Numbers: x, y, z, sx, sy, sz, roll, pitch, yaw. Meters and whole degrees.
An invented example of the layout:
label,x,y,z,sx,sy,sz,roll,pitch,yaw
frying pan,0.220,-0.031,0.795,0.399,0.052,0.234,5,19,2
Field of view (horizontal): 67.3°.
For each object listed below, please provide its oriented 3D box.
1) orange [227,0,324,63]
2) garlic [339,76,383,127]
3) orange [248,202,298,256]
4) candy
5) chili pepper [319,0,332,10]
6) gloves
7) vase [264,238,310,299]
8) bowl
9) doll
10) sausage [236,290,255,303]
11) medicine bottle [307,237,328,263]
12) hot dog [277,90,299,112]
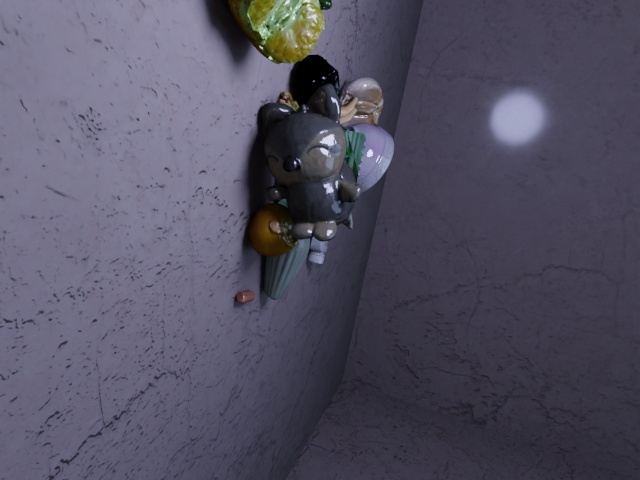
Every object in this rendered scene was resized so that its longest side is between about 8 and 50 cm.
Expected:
label,x,y,z,sx,sy,sz,roll,pitch,yaw
orange,-0.092,-0.482,0.963,0.179,0.158,0.237,-39,160,6
garlic,0.143,-0.542,1.872,0.229,0.177,0.143,114,-29,-48
orange,-0.127,-0.028,1.343,0.154,0.134,0.155,15,90,-83
candy,-0.008,-0.205,1.576,0.397,0.171,0.263,-34,134,-50
chili pepper,0.027,-0.750,1.397,0.073,0.050,0.182,67,37,-56
gloves,0.010,-0.423,1.446,0.152,0.197,0.301,-43,149,9
vase,-0.116,0.068,1.506,0.128,0.128,0.248,-43,155,-64
bowl,0.123,-0.327,1.815,0.143,0.286,0.287,30,70,-32
doll,-0.029,-0.211,1.312,0.379,0.252,0.383,-91,173,-77
sausage,-0.215,0.163,1.385,0.083,0.034,0.034,7,97,-75
medicine bottle,0.000,0.000,1.963,0.119,0.069,0.183,13,92,-78
hot dog,-0.086,-0.368,1.351,0.133,0.041,0.057,66,41,-67
